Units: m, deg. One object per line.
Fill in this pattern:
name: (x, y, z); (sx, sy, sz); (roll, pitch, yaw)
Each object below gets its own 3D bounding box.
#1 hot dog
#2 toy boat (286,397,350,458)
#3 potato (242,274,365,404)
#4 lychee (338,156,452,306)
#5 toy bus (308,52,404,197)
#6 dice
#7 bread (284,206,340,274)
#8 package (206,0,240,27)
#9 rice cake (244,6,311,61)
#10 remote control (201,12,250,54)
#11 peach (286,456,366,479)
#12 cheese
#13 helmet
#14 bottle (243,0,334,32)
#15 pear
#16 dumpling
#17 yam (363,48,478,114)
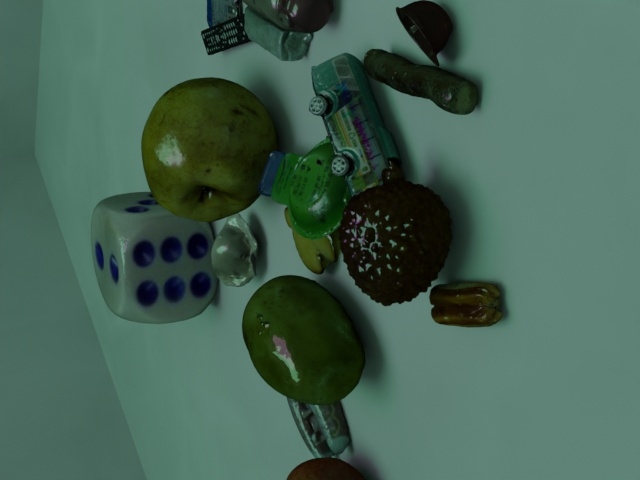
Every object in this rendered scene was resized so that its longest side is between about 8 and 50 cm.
hot dog: (0.226, 0.101, 1.414); (0.165, 0.045, 0.071); (-8, 94, 63)
toy boat: (-0.023, 0.369, 1.940); (0.228, 0.085, 0.155); (68, 152, 19)
potato: (-0.035, 0.197, 1.771); (0.304, 0.215, 0.216); (44, 137, 37)
lychee: (0.120, -0.014, 1.430); (0.200, 0.200, 0.239); (9, 98, 61)
toy bus: (0.060, -0.192, 1.552); (0.109, 0.091, 0.262); (-25, 76, 22)
dice: (-0.456, 0.040, 2.440); (0.304, 0.276, 0.304); (25, 118, 55)
bread: (0.000, 0.000, 1.795); (0.187, 0.065, 0.150); (25, 132, 54)
package: (-0.223, -0.553, 2.043); (0.173, 0.027, 0.171); (40, 137, 50)
rice cake: (-0.093, -0.419, 1.806); (0.206, 0.063, 0.069); (47, 141, 46)
remote control: (-0.205, -0.462, 2.008); (0.245, 0.025, 0.063); (4, 110, 57)
peach: (0.003, 0.551, 1.833); (0.232, 0.232, 0.233); (31, 127, 55)
cheese: (-0.019, -0.109, 1.711); (0.320, 0.083, 0.204); (19, 91, 53)
helmet: (0.168, -0.325, 1.356); (0.111, 0.057, 0.089); (55, 180, 22)
bottle: (-0.063, -0.459, 1.687); (0.233, 0.109, 0.110); (45, 137, 48)
pear: (-0.244, -0.206, 1.932); (0.304, 0.303, 0.304); (31, 127, 55)
dumpling: (-0.193, 0.030, 2.127); (0.127, 0.108, 0.188); (27, 112, 26)
yam: (0.152, -0.253, 1.409); (0.253, 0.061, 0.061); (37, 131, 53)
